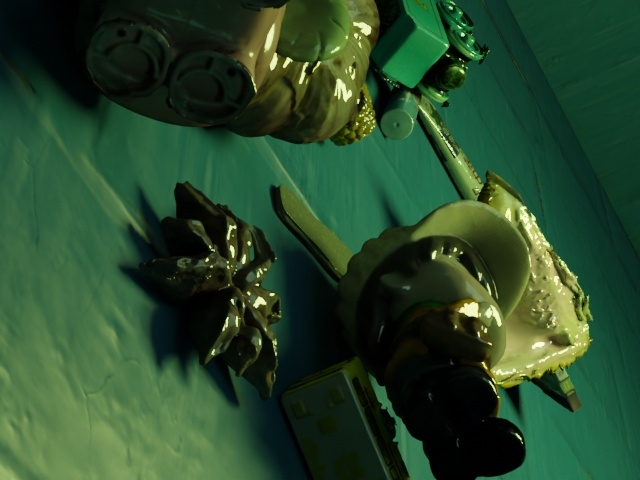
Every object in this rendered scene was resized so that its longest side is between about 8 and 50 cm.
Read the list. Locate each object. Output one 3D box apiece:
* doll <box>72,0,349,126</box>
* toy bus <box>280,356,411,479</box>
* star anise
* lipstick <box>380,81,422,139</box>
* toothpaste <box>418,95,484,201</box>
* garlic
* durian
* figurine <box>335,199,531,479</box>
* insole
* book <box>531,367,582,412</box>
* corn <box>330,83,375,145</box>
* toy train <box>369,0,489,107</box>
[{"bbox_3d":[-0.100,-0.213,1.120,0.284,0.216,0.268,19,32,-14],"label":"doll"},{"bbox_3d":[0.045,0.222,1.245,0.226,0.081,0.074,69,17,2],"label":"toy bus"},{"bbox_3d":[-0.076,0.045,1.137,0.182,0.065,0.195,-54,124,-68],"label":"star anise"},{"bbox_3d":[0.118,-0.191,1.985,0.048,0.048,0.158,62,19,-17],"label":"lipstick"},{"bbox_3d":[0.205,-0.143,2.195,0.233,0.038,0.060,56,19,-24],"label":"toothpaste"},{"bbox_3d":[-0.057,-0.205,1.352,0.245,0.160,0.245,14,72,-52],"label":"garlic"},{"bbox_3d":[0.219,0.087,1.806,0.196,0.185,0.305,-56,133,-37],"label":"durian"},{"bbox_3d":[0.102,0.106,1.362,0.185,0.204,0.332,62,24,-24],"label":"figurine"},{"bbox_3d":[0.000,0.000,1.489,0.192,0.010,0.063,44,28,-49],"label":"insole"},{"bbox_3d":[0.293,0.135,2.014,0.231,0.026,0.157,61,-10,-27],"label":"book"},{"bbox_3d":[-0.013,-0.227,1.595,0.260,0.091,0.091,59,34,-27],"label":"corn"},{"bbox_3d":[0.142,-0.296,2.000,0.163,0.112,0.203,28,27,-26],"label":"toy train"}]
